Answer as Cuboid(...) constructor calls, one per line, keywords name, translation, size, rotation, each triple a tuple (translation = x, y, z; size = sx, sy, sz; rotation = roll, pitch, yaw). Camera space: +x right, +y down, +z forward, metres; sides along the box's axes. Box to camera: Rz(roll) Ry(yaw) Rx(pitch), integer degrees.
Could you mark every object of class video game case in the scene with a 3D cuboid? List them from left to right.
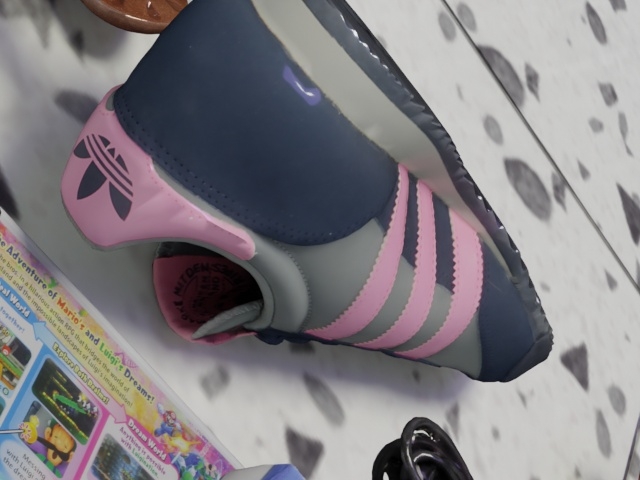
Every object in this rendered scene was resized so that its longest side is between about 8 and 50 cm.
Cuboid(name="video game case", translation=(-0.094, 0.084, 0.630), size=(0.157, 0.019, 0.143), rotation=(50, 37, -24))

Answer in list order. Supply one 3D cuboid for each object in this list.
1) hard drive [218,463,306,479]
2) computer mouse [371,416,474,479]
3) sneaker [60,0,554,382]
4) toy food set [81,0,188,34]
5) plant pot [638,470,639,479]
Cuboid(name="hard drive", translation=(-0.048, 0.237, 0.560), size=(0.318, 0.040, 0.210), rotation=(-44, 116, -55))
Cuboid(name="computer mouse", translation=(0.039, 0.199, 0.623), size=(0.184, 0.060, 0.262), rotation=(58, 23, -20))
Cuboid(name="sneaker", translation=(0.000, 0.000, 0.757), size=(0.112, 0.131, 0.319), rotation=(54, 3, 33))
Cuboid(name="toy food set", translation=(-0.075, -0.140, 0.756), size=(0.128, 0.071, 0.218), rotation=(32, 32, 3))
Cuboid(name="plant pot", translation=(0.241, 0.196, 0.895), size=(0.191, 0.191, 0.174), rotation=(38, 51, -37))
